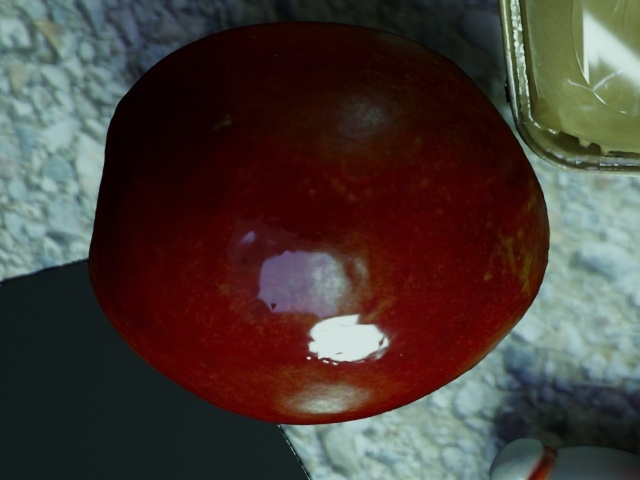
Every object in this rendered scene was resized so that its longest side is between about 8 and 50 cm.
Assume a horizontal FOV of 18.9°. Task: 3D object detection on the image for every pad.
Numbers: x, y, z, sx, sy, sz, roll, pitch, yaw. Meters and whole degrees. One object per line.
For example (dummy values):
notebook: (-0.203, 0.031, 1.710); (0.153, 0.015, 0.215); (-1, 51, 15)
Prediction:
pad: (-0.114, 0.172, 1.282); (0.248, 0.007, 0.367); (-15, 117, 29)

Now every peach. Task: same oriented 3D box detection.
peach: (0.000, 0.000, 0.994); (0.243, 0.199, 0.243); (18, 150, 11)

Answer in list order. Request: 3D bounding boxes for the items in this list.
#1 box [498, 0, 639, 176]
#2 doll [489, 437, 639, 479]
box: (0.141, -0.113, 0.923); (0.111, 0.111, 0.177); (2, 124, 19)
doll: (0.210, 0.157, 1.097); (0.336, 0.105, 0.200); (-29, 112, 26)
